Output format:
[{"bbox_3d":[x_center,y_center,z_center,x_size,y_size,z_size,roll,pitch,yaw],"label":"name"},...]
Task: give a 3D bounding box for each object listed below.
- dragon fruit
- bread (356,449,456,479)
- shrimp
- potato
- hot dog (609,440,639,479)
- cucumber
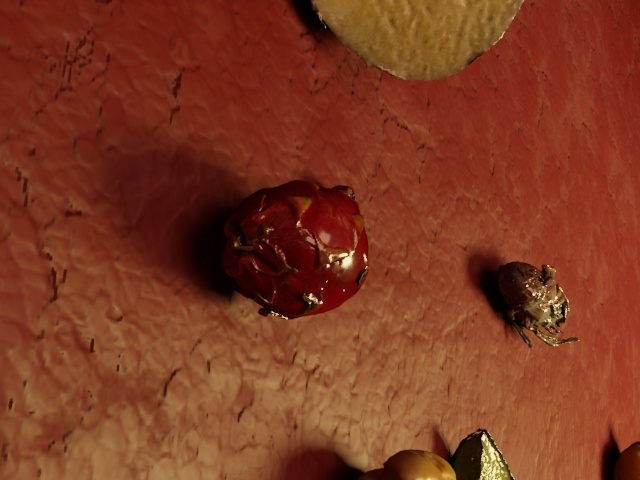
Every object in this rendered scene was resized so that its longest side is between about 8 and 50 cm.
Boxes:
[{"bbox_3d":[0.000,0.000,0.539,0.190,0.094,0.094,-23,102,-66],"label":"dragon fruit"},{"bbox_3d":[0.063,0.244,0.570,0.119,0.084,0.177,25,62,-52],"label":"bread"},{"bbox_3d":[0.250,0.075,0.895,0.190,0.075,0.073,50,12,-51],"label":"shrimp"},{"bbox_3d":[0.068,-0.245,0.658,0.202,0.182,0.117,38,13,-24],"label":"potato"},{"bbox_3d":[0.483,0.445,1.116,0.135,0.100,0.337,11,74,-53],"label":"hot dog"},{"bbox_3d":[0.175,0.281,0.762,0.220,0.046,0.070,58,43,-27],"label":"cucumber"}]
